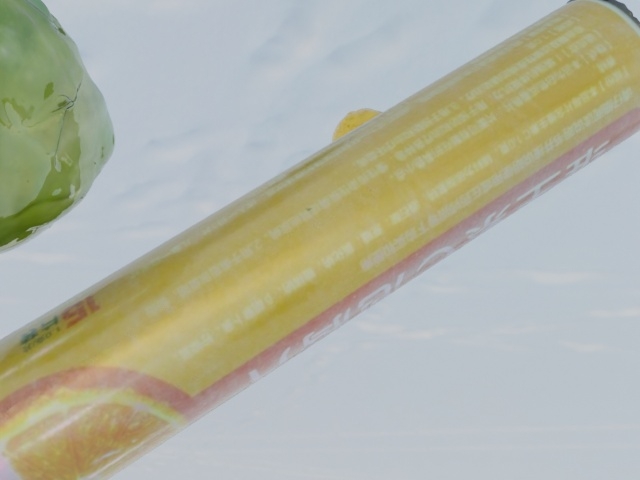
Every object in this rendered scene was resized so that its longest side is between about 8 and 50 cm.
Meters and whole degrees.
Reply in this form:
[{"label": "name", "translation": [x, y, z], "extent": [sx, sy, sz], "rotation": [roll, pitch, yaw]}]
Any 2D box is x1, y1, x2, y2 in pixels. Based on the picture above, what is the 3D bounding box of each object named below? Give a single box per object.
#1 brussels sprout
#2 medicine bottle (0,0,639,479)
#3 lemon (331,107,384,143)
[{"label": "brussels sprout", "translation": [-0.182, -0.044, 0.321], "extent": [0.149, 0.122, 0.151], "rotation": [17, 134, -2]}, {"label": "medicine bottle", "translation": [0.000, 0.000, 0.393], "extent": [0.426, 0.108, 0.108], "rotation": [-32, 156, -10]}, {"label": "lemon", "translation": [0.075, -0.147, 1.111], "extent": [0.114, 0.114, 0.155], "rotation": [-1, 171, 12]}]
